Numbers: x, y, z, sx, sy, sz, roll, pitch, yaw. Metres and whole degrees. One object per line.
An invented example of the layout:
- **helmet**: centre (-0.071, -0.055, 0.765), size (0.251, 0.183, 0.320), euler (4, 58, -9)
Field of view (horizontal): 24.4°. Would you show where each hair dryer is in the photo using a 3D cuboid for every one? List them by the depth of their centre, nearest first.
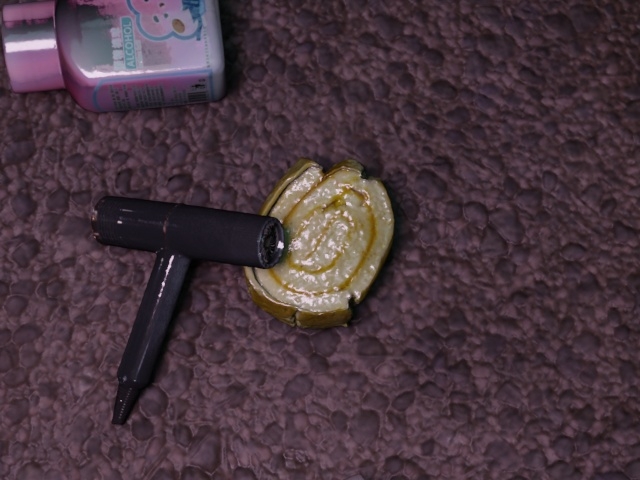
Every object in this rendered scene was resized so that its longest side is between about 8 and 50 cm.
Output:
- **hair dryer**: centre (-0.123, 0.065, 1.251), size (0.173, 0.050, 0.194), euler (6, 87, 30)

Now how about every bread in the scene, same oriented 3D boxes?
- **bread**: centre (0.000, 0.000, 1.285), size (0.117, 0.064, 0.156), euler (30, 78, 2)

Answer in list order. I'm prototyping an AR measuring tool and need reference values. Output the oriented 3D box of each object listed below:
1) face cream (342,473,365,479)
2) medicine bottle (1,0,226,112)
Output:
- **face cream**: centre (-0.045, 0.275, 1.197), size (0.214, 0.096, 0.095), euler (-23, 78, -7)
- **medicine bottle**: centre (-0.181, -0.179, 1.308), size (0.188, 0.094, 0.119), euler (-6, 77, -4)
